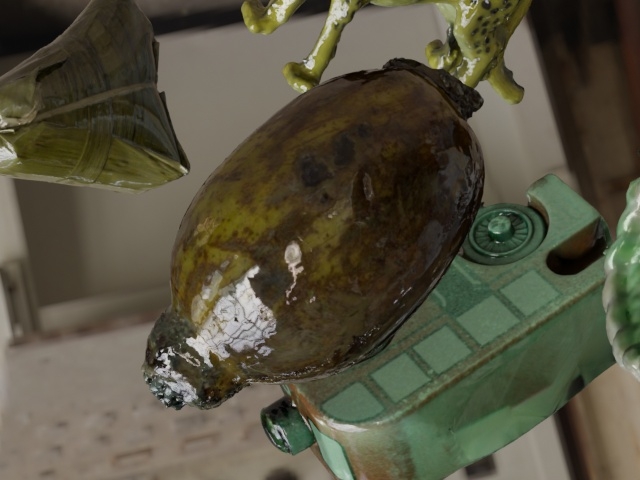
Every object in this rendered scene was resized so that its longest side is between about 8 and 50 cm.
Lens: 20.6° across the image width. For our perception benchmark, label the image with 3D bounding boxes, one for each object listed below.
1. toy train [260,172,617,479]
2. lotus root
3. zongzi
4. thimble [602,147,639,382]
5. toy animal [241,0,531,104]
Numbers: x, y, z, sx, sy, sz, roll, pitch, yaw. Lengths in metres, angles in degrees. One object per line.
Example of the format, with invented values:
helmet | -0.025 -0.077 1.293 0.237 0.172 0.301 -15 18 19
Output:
toy train | 0.109 0.087 1.405 0.326 0.159 0.129 -32 137 -14
lotus root | 0.000 0.000 0.811 0.209 0.120 0.120 -47 173 -13
zongzi | -0.209 -0.143 1.381 0.094 0.204 0.205 -16 166 39
thimble | 0.300 0.026 1.242 0.150 0.219 0.219 10 160 -16
toy animal | 0.059 -0.135 0.920 0.181 0.073 0.136 9 134 -29
